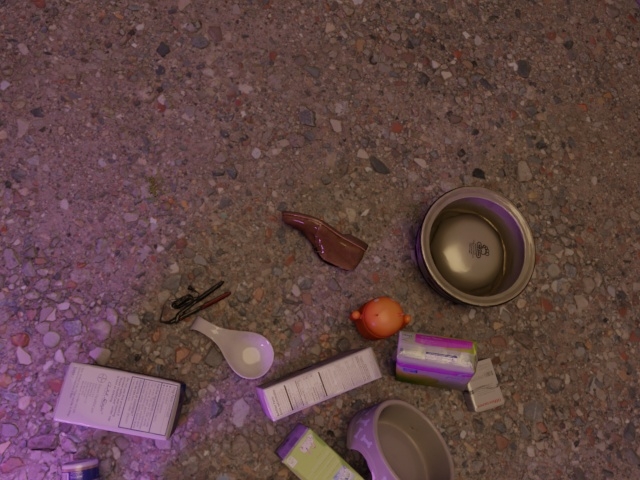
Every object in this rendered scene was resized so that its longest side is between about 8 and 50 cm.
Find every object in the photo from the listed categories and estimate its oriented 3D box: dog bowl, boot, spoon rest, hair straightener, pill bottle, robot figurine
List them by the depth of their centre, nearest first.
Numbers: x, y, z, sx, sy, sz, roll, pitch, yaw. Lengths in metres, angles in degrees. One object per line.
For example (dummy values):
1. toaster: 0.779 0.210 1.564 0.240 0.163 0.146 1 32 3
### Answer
1. pill bottle: -0.652 0.689 1.509 0.094 0.094 0.170 -4 77 -12
2. dog bowl: 0.241 0.616 1.590 0.348 0.102 0.349 29 32 -21
3. spoon rest: -0.270 0.316 1.685 0.276 0.084 0.137 30 73 -2
4. hair straightener: -0.398 0.184 1.720 0.230 0.047 0.089 -29 83 -12
5. robot figurine: 0.184 0.242 1.720 0.158 0.219 0.128 42 73 2
6. boot: 0.000 0.000 1.812 0.305 0.112 0.115 27 83 -6
7. dog bowl: 0.503 0.032 1.874 0.407 0.150 0.409 3 75 -11

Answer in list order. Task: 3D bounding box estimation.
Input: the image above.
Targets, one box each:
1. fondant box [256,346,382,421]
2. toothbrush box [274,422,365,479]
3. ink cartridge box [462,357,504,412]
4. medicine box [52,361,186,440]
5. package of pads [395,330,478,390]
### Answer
1. fondant box: -0.013 0.415 1.628 0.330 0.238 0.096 -17 81 -15
2. toothbrush box: 0.018 0.667 1.587 0.283 0.206 0.122 42 73 1
3. ink cartridge box: 0.518 0.471 1.809 0.109 0.063 0.151 -13 79 -13
4. medicine box: -0.528 0.432 1.510 0.289 0.263 0.149 14 74 -7
5. package of pads: 0.343 0.362 1.657 0.229 0.297 0.101 7 66 9
